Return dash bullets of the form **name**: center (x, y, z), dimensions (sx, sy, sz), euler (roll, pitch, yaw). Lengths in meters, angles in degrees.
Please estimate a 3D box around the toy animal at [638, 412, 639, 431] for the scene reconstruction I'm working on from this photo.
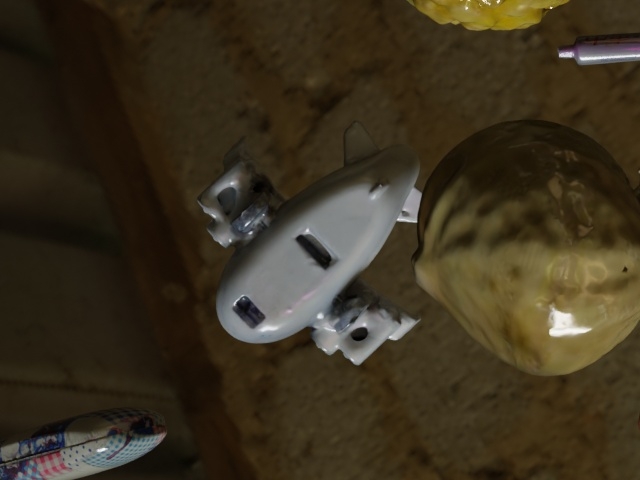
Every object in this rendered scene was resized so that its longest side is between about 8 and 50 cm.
- **toy animal**: center (0.429, 0.114, 1.396), dimensions (0.281, 0.195, 0.169), euler (-19, -120, -38)

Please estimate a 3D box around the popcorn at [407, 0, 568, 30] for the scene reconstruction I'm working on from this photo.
- **popcorn**: center (0.164, -0.303, 1.403), dimensions (0.190, 0.250, 0.250), euler (17, -172, 34)

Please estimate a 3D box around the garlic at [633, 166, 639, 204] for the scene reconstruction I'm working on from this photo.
- **garlic**: center (0.334, -0.048, 1.245), dimensions (0.101, 0.195, 0.087), euler (-42, -53, -28)

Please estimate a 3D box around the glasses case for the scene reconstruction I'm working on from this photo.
- **glasses case**: center (-0.326, 0.266, 2.037), dimensions (0.125, 0.327, 0.076), euler (-7, -100, -47)

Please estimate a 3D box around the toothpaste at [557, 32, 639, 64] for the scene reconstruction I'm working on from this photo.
- **toothpaste**: center (0.316, -0.188, 1.558), dimensions (0.045, 0.170, 0.028), euler (-84, -11, -57)

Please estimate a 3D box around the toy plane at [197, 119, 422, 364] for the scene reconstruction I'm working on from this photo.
- **toy plane**: center (0.000, 0.000, 1.518), dimensions (0.245, 0.244, 0.117), euler (49, -178, -4)

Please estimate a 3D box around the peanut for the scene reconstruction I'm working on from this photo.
- **peanut**: center (0.121, 0.005, 0.897), dimensions (0.159, 0.109, 0.140), euler (29, 146, 49)
